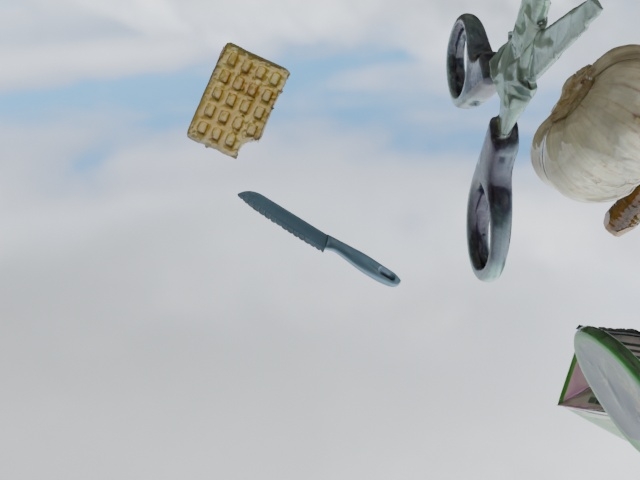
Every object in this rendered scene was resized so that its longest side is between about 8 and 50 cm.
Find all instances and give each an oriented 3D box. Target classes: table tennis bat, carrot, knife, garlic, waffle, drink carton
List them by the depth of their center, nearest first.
[{"bbox_3d":[0.323,0.193,1.295,0.039,0.257,0.160,-34,-171,-9],"label":"table tennis bat"},{"bbox_3d":[0.366,-0.103,1.502,0.226,0.199,0.199,32,-169,-13],"label":"garlic"},{"bbox_3d":[0.402,-0.073,1.607,0.042,0.170,0.042,23,-148,-15],"label":"carrot"},{"bbox_3d":[-0.102,-0.168,1.636,0.092,0.135,0.021,23,-157,-2],"label":"waffle"},{"bbox_3d":[0.437,0.201,1.681,0.161,0.108,0.271,6,164,41],"label":"drink carton"},{"bbox_3d":[0.000,0.000,2.093,0.313,0.019,0.044,31,-135,-18],"label":"knife"}]

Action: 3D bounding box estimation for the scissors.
[{"bbox_3d":[0.158,-0.131,1.066,0.029,0.255,0.383,-2,162,-8],"label":"scissors"}]
